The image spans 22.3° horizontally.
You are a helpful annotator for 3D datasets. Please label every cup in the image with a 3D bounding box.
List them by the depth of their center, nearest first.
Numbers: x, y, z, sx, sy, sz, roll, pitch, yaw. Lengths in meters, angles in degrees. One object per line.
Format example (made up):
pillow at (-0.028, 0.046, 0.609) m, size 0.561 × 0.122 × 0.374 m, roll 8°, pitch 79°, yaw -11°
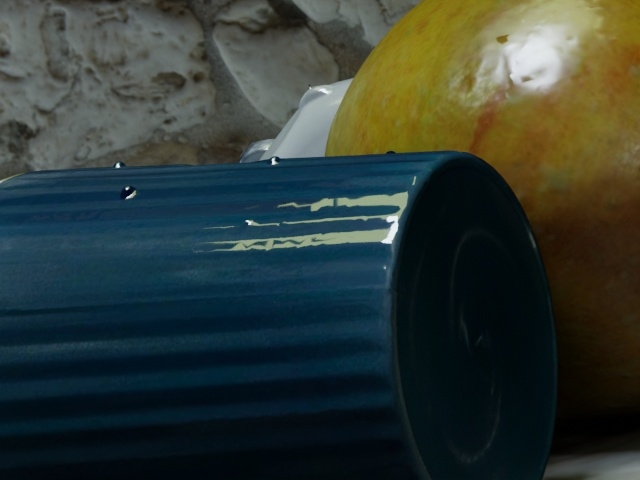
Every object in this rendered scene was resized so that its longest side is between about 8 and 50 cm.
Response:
cup at (-0.009, 0.042, 0.500) m, size 0.155 × 0.131 × 0.176 m, roll -7°, pitch -20°, yaw 32°

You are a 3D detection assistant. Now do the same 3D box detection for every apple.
apple at (0.089, -0.023, 0.581) m, size 0.182 × 0.182 × 0.155 m, roll -11°, pitch 37°, yaw 50°

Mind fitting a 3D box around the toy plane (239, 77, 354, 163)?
toy plane at (0.000, 0.000, 0.876) m, size 0.244 × 0.117 × 0.244 m, roll -55°, pitch 9°, yaw 13°
